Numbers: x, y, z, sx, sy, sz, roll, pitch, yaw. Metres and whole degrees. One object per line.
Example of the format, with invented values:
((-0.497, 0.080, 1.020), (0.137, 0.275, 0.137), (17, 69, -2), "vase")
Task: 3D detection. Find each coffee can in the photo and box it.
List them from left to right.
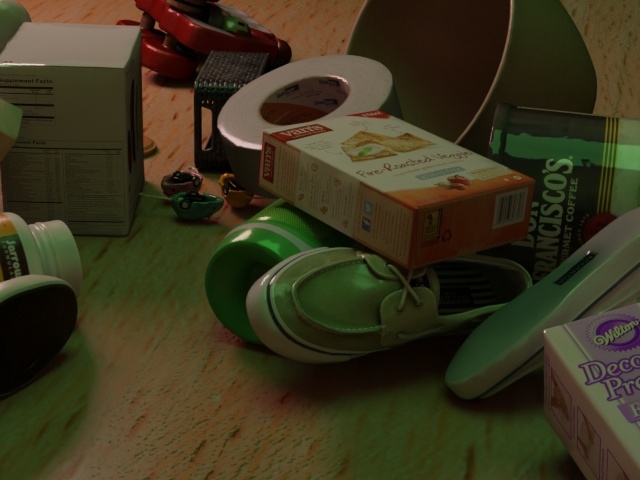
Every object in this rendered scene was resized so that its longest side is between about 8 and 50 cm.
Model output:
((0.310, -0.031, 1.383), (0.275, 0.201, 0.201), (7, 24, 10), "coffee can")

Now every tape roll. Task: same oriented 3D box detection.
((-0.011, -0.141, 1.603), (0.219, 0.072, 0.219), (-11, 34, 8), "tape roll")

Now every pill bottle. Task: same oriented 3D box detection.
((-0.344, 0.039, 1.269), (0.215, 0.117, 0.117), (-13, 27, -30), "pill bottle")

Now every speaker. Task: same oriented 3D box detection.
((0.000, 0.000, 1.382), (0.131, 0.131, 0.296), (13, 26, 23), "speaker")

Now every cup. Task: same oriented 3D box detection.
((0.214, -0.208, 1.706), (0.237, 0.331, 0.331), (16, 13, -35), "cup")

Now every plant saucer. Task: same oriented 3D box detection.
((-0.264, -0.130, 1.796), (0.084, 0.013, 0.083), (2, 24, -1), "plant saucer")

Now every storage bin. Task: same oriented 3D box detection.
((-0.116, -0.176, 1.780), (0.084, 0.122, 0.180), (3, 23, 4), "storage bin")

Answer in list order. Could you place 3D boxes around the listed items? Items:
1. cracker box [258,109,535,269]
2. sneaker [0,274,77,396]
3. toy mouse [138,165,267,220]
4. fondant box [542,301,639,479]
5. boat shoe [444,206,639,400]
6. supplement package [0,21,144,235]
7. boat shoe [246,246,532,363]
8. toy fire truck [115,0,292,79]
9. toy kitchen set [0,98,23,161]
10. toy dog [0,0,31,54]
((0.070, -0.056, 1.284), (0.156, 0.067, 0.232), (-14, 29, -37), "cracker box")
((-0.346, 0.091, 1.163), (0.123, 0.105, 0.290), (21, 31, 31), "sneaker")
((-0.154, -0.053, 1.606), (0.143, 0.031, 0.161), (-12, 27, -29), "toy mouse")
((0.337, 0.161, 0.971), (0.238, 0.096, 0.330), (-15, 33, -9), "fondant box")
((0.234, 0.075, 1.215), (0.258, 0.084, 0.095), (-37, 15, 0), "boat shoe")
((-0.291, -0.136, 1.571), (0.149, 0.203, 0.194), (1, 24, -2), "supplement package")
((0.070, 0.046, 1.233), (0.302, 0.109, 0.094), (-5, -17, -40), "boat shoe")
((-0.180, -0.355, 2.169), (0.254, 0.169, 0.302), (10, 18, -31), "toy fire truck")
((-0.421, -0.070, 1.368), (0.166, 0.122, 0.207), (27, 37, -26), "toy kitchen set")
((-0.489, -0.182, 1.555), (0.220, 0.161, 0.333), (-21, 37, 30), "toy dog")
